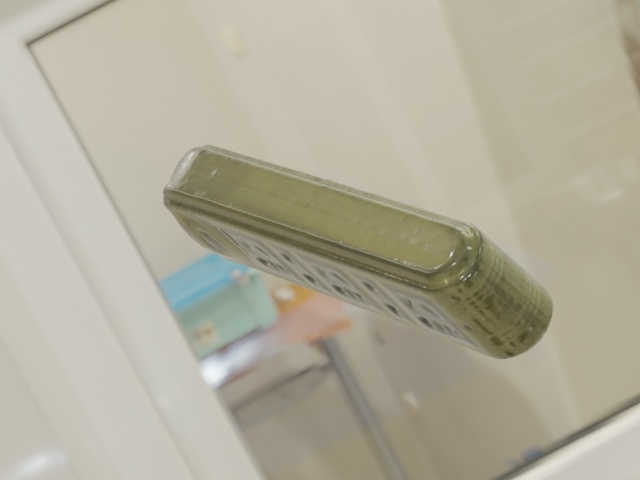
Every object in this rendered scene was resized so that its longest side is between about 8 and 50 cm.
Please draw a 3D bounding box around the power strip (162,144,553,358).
[{"bbox_3d":[0.000,0.000,1.163,0.066,0.092,0.387,-55,34,-10],"label":"power strip"}]
